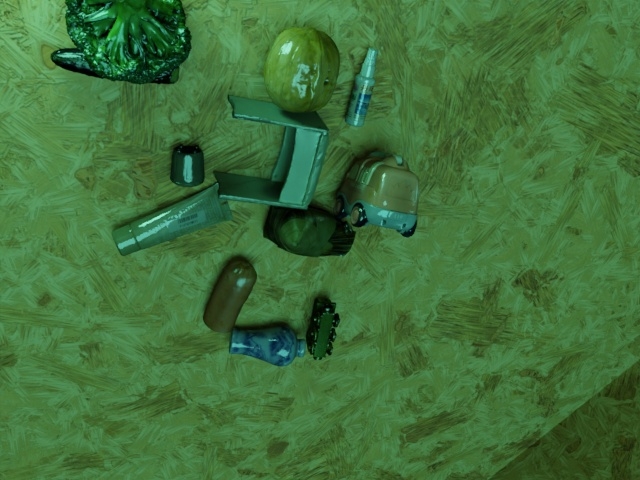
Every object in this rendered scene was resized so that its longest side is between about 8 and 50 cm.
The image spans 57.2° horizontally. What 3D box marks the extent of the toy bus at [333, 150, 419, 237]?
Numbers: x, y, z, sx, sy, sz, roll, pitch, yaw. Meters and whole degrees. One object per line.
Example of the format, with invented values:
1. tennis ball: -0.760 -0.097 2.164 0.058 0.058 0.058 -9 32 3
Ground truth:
1. toy bus: 0.174 -0.145 1.738 0.194 0.288 0.232 7 102 -21

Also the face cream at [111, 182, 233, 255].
1. face cream: -0.434 -0.054 1.727 0.341 0.084 0.137 -23 127 -12

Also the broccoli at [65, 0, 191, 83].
1. broccoli: -0.425 -0.497 1.309 0.298 0.297 0.297 2 85 -20

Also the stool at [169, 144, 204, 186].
1. stool: -0.370 -0.208 1.635 0.096 0.096 0.110 0 115 -17

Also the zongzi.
1. zongzi: 0.000 0.000 1.739 0.290 0.317 0.154 12 106 -22

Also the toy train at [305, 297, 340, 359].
1. toy train: 0.004 0.301 2.040 0.090 0.137 0.225 6 116 -13

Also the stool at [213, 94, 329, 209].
1. stool: -0.141 -0.242 1.632 0.270 0.170 0.243 7 118 -20

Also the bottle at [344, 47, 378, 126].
1. bottle: 0.120 -0.432 1.658 0.060 0.060 0.217 3 120 -18

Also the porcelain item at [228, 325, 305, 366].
1. porcelain item: -0.182 0.359 2.025 0.259 0.141 0.141 7 119 -9

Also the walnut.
1. walnut: -0.048 -0.443 1.527 0.195 0.195 0.221 9 117 -21

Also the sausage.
1. sausage: -0.290 0.174 1.888 0.114 0.113 0.259 16 117 -25

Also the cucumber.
1. cucumber: -0.505 -0.436 1.462 0.304 0.081 0.072 1 77 -12
